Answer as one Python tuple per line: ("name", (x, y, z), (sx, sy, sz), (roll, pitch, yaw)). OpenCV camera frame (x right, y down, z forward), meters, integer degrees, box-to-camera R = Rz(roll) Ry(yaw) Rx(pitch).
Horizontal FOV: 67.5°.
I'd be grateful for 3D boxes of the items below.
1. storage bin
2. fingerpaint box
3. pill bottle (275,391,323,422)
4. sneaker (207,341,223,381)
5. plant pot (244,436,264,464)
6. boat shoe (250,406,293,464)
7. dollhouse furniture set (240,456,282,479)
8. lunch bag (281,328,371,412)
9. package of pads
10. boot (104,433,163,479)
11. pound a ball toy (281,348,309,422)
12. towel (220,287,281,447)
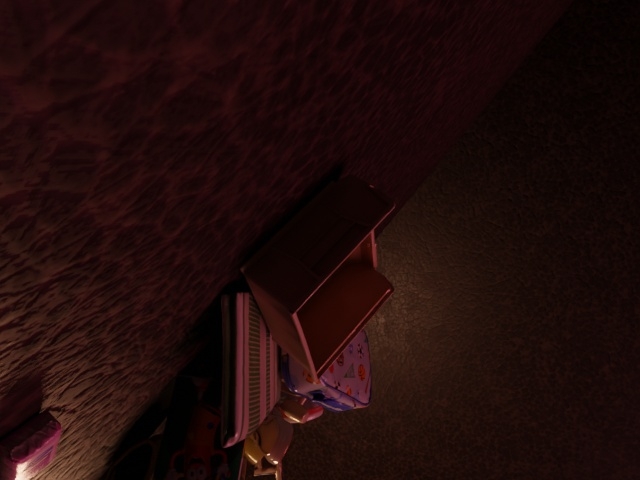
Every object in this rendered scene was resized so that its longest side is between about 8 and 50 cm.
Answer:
("storage bin", (0.018, 0.066, 0.831), (0.260, 0.123, 0.262), (-45, 149, -22))
("fingerpaint box", (-0.261, 0.515, 1.026), (0.445, 0.163, 0.371), (114, -15, -65))
("pill bottle", (-0.083, 0.372, 1.410), (0.161, 0.283, 0.161), (-6, 174, -1))
("sneaker", (-0.183, 0.257, 1.086), (0.121, 0.111, 0.300), (-56, -178, -29))
("plant pot", (-0.195, 0.555, 1.380), (0.134, 0.095, 0.134), (-49, -173, 8))
("boat shoe", (-0.140, 0.462, 1.178), (0.098, 0.096, 0.277), (-58, -170, -13))
("dollhouse furniture set", (-0.302, 0.814, 1.525), (0.394, 0.361, 0.257), (-157, -116, -84))
("lunch bag", (0.017, 0.265, 1.106), (0.114, 0.243, 0.303), (-16, 145, 25))
("package of pads", (-0.289, 0.209, 0.474), (0.050, 0.032, 0.083), (-35, 164, -51))
("boot", (-0.430, 0.548, 1.038), (0.262, 0.095, 0.203), (-53, 175, -21))
("pound a ball toy", (-0.066, 0.291, 1.280), (0.319, 0.135, 0.208), (-65, 149, -27))
("towel", (-0.118, 0.205, 0.871), (0.325, 0.038, 0.248), (38, 50, -82))
